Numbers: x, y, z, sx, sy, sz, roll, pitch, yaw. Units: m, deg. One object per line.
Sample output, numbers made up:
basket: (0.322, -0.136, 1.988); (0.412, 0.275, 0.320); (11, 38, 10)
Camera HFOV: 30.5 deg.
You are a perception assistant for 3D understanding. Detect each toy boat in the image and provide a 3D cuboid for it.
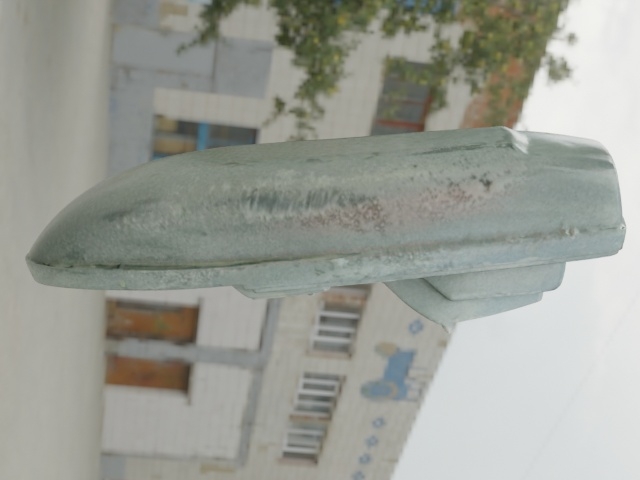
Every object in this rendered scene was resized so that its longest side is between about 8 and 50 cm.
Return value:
toy boat: (0.000, 0.000, 0.516); (0.078, 0.260, 0.085); (-93, 178, -68)
